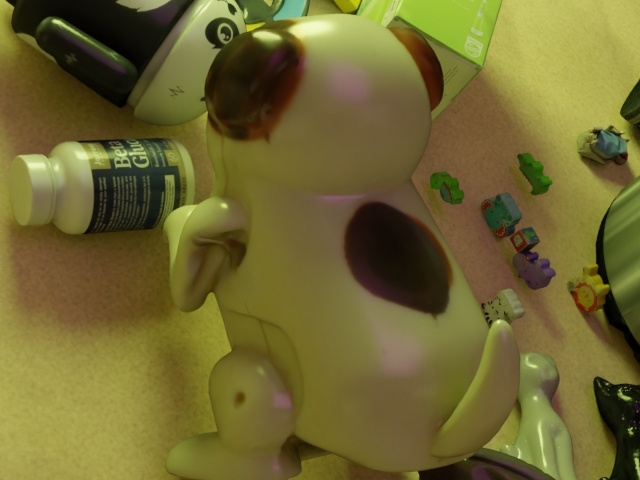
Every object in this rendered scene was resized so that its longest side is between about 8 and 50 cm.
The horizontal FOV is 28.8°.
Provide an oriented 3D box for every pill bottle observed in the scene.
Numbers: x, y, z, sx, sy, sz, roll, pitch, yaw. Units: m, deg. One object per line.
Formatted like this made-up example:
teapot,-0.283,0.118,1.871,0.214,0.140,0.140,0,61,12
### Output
pill bottle,-0.220,-0.054,1.254,0.169,0.094,0.094,-5,66,-32

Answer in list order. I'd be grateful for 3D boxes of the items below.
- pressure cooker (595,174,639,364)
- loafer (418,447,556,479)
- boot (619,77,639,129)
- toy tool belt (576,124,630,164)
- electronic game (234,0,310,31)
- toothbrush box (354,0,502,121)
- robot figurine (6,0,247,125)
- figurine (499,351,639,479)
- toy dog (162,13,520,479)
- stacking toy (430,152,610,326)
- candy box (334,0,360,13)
pressure cooker,0.587,-0.006,1.480,0.370,0.420,0.375,-12,68,-34
loafer,0.230,0.355,1.245,0.366,0.134,0.130,43,50,0
boot,0.540,-0.188,1.781,0.178,0.085,0.236,45,53,-4
toy tool belt,0.389,-0.129,1.676,0.083,0.051,0.052,15,56,-22
electronic game,-0.117,-0.322,1.502,0.229,0.048,0.229,14,57,-22
toothbrush box,0.123,-0.272,1.508,0.122,0.206,0.283,30,53,-11
robot figurine,-0.210,-0.244,1.319,0.278,0.173,0.209,35,74,-7
figurine,0.293,0.222,1.401,0.215,0.092,0.209,20,47,-17
toy dog,0.000,0.000,1.128,0.285,0.395,0.407,-7,89,-24
stacking toy,0.238,0.001,1.518,0.167,0.052,0.221,-11,67,-36
candy box,-0.005,-0.394,1.569,0.206,0.027,0.105,47,48,-32
